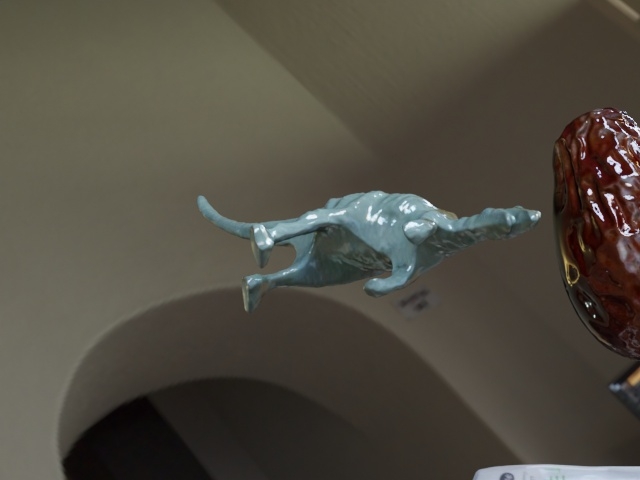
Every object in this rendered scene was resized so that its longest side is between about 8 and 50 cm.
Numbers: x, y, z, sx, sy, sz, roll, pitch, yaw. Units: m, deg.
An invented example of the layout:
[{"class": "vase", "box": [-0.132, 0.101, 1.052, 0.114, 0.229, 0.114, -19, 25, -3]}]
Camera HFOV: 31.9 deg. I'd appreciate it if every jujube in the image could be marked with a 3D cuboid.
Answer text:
[{"class": "jujube", "box": [0.291, -0.006, 1.033, 0.168, 0.236, 0.168, -23, -7, -3]}]

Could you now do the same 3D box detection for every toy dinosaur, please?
[{"class": "toy dinosaur", "box": [0.000, 0.000, 0.999, 0.205, 0.393, 0.092, -20, -78, -32]}]

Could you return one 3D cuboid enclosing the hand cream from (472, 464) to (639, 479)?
[{"class": "hand cream", "box": [0.237, 0.196, 0.773, 0.121, 0.336, 0.076, -65, -33, -58]}]
